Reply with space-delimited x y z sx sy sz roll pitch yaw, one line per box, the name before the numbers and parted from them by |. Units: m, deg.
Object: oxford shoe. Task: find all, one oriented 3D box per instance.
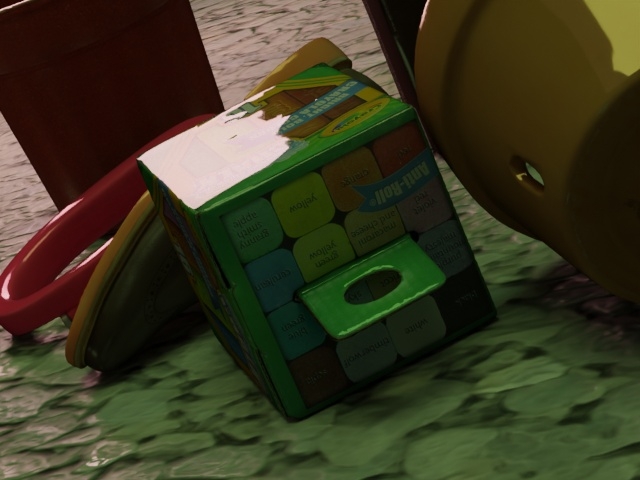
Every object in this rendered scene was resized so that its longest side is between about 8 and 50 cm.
oxford shoe | -0.067 -0.011 1.625 0.364 0.132 0.130 -48 -12 -13

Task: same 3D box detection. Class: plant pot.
plant pot | 0.229 -0.090 1.299 0.290 0.291 0.203 -23 35 0
plant pot | -0.225 -0.164 2.014 0.272 0.265 0.272 -21 18 7

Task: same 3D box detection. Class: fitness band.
fitness band | -0.186 -0.010 1.800 0.291 0.054 0.209 -37 21 6

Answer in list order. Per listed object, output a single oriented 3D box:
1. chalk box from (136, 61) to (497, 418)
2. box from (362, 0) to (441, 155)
chalk box | 0.000 0.000 1.423 0.180 0.179 0.289 -27 18 -10
box | 0.239 -0.248 1.823 0.381 0.191 0.143 -24 17 -5
